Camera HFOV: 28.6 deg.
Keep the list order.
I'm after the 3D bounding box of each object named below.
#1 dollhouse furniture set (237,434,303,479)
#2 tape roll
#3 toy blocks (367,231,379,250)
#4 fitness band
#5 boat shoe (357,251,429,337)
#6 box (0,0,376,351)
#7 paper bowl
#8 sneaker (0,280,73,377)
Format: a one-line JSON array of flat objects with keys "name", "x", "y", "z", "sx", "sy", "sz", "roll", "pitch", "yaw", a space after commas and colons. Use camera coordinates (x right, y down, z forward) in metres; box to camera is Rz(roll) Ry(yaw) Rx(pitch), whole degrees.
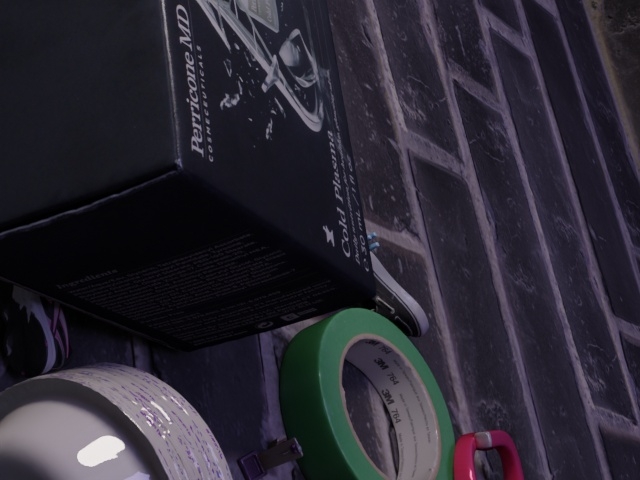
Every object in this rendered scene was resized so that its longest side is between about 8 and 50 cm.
[{"name": "dollhouse furniture set", "x": -0.030, "y": 0.305, "z": 1.602, "sx": 0.091, "sy": 0.081, "sz": 0.114, "roll": -17, "pitch": 81, "yaw": -59}, {"name": "tape roll", "x": 0.074, "y": 0.258, "z": 1.803, "sx": 0.321, "sy": 0.077, "sz": 0.321, "roll": 37, "pitch": 39, "yaw": -38}, {"name": "toy blocks", "x": 0.000, "y": 0.000, "z": 1.822, "sx": 0.123, "sy": 0.148, "sz": 0.054, "roll": 51, "pitch": 32, "yaw": -20}, {"name": "fitness band", "x": 0.268, "y": 0.398, "z": 1.932, "sx": 0.291, "sy": 0.054, "sz": 0.209, "roll": 22, "pitch": 58, "yaw": -67}, {"name": "boat shoe", "x": 0.088, "y": 0.092, "z": 1.968, "sx": 0.219, "sy": 0.078, "sz": 0.070, "roll": 47, "pitch": 68, "yaw": -30}, {"name": "box", "x": -0.184, "y": -0.173, "z": 1.418, "sx": 0.472, "sy": 0.297, "sz": 0.480, "roll": 32, "pitch": 45, "yaw": -60}, {"name": "paper bowl", "x": -0.226, "y": 0.261, "z": 1.143, "sx": 0.148, "sy": 0.284, "sz": 0.284, "roll": -7, "pitch": 72, "yaw": -57}, {"name": "sneaker", "x": -0.319, "y": 0.065, "z": 1.386, "sx": 0.077, "sy": 0.072, "sz": 0.178, "roll": 15, "pitch": 61, "yaw": -66}]
